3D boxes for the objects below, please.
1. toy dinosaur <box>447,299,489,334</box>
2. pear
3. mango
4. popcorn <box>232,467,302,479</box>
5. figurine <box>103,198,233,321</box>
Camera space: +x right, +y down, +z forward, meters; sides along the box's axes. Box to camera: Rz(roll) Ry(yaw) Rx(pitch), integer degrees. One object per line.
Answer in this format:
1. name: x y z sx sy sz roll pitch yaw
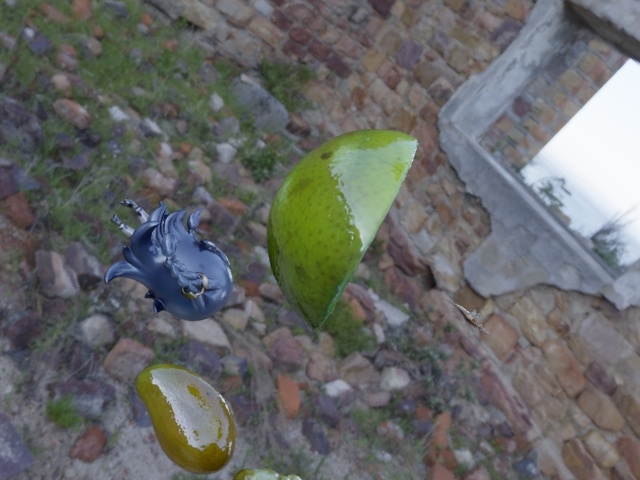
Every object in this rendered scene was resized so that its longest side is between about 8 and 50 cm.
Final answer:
1. toy dinosaur: 0.308 0.153 1.248 0.113 0.026 0.041 44 27 2
2. pear: -0.002 -0.004 0.757 0.139 0.288 0.239 25 30 -9
3. mango: -0.236 0.313 1.073 0.228 0.136 0.099 54 -21 -4
4. popcorn: -0.100 0.509 0.990 0.225 0.277 0.276 0 26 -1
5. figurine: -0.288 0.046 1.182 0.265 0.175 0.197 33 28 -37
